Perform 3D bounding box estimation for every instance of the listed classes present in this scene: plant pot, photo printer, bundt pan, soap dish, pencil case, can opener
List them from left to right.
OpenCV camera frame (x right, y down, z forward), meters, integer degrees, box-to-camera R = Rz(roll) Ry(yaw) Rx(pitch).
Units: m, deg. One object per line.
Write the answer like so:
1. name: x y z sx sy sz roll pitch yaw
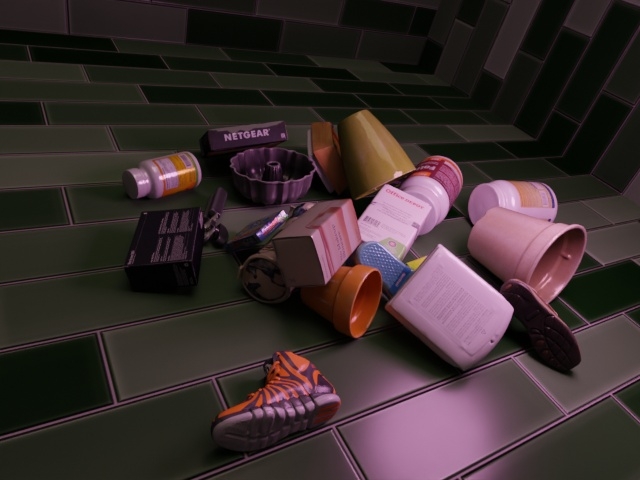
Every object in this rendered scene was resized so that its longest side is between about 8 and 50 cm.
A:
1. can opener: -0.360 -0.078 1.648 0.093 0.074 0.280 40 26 -30
2. bundt pan: -0.185 -0.242 1.852 0.330 0.124 0.331 4 33 -3
3. pencil case: -0.098 0.029 1.520 0.183 0.160 0.410 16 34 16
4. soap dish: 0.041 -0.360 2.044 0.118 0.229 0.291 -24 34 14
5. plant pot: 0.052 0.156 1.399 0.187 0.205 0.205 16 32 27
6. plant pot: 0.188 -0.348 1.885 0.274 0.274 0.294 -25 90 -44
7. photo printer: 0.382 0.201 1.396 0.307 0.107 0.256 40 84 7
8. plant pot: 0.728 0.031 1.757 0.333 0.334 0.305 -11 33 -33

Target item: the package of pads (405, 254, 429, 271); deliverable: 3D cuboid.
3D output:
1. package of pads: 0.432 0.167 1.600 0.229 0.101 0.296 -16 46 -38

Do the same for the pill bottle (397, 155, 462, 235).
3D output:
1. pill bottle: 0.434 -0.186 1.973 0.224 0.224 0.392 27 36 14

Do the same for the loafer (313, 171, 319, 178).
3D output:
1. loafer: -0.103 -0.325 2.065 0.223 0.076 0.078 22 28 1

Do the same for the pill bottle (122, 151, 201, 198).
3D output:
1. pill bottle: -0.558 -0.225 1.690 0.136 0.137 0.245 37 40 26

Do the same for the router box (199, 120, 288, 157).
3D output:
1. router box: -0.315 -0.405 1.935 0.308 0.081 0.243 -12 6 -20

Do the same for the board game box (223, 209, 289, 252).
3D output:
1. board game box: -0.205 -0.027 1.517 0.136 0.201 0.035 -46 109 -37

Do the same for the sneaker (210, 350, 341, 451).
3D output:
1. sneaker: -0.123 0.362 1.114 0.320 0.125 0.180 2 33 -38

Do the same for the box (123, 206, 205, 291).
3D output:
1. box: -0.446 0.019 1.406 0.184 0.103 0.261 -3 38 -5

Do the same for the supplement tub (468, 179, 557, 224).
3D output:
1. supplement tub: 0.823 -0.143 2.070 0.315 0.229 0.228 0 39 -23

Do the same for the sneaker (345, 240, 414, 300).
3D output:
1. sneaker: 0.212 0.124 1.557 0.127 0.208 0.319 -45 101 -13

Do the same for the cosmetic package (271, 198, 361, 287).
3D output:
1. cosmetic package: 0.000 0.000 1.375 0.129 0.153 0.296 -5 22 28

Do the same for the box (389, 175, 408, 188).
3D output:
1. box: 0.380 -0.268 2.229 0.162 0.029 0.116 -11 44 -36

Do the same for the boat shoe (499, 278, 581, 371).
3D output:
1. boat shoe: 0.703 0.253 1.528 0.324 0.122 0.120 56 26 8

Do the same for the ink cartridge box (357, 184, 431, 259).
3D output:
1. ink cartridge box: 0.246 -0.045 1.724 0.198 0.115 0.273 29 59 16
